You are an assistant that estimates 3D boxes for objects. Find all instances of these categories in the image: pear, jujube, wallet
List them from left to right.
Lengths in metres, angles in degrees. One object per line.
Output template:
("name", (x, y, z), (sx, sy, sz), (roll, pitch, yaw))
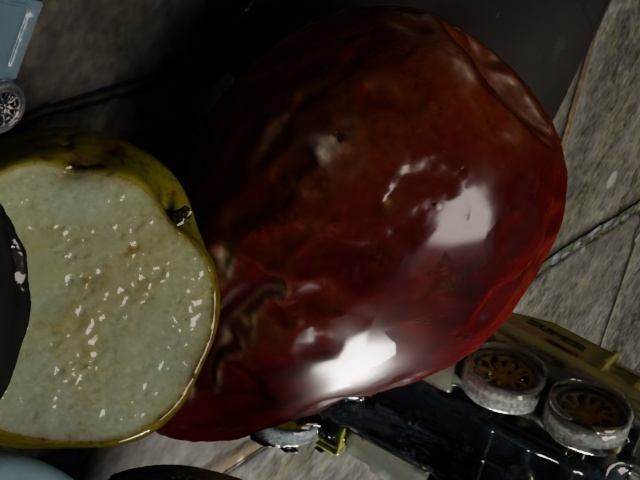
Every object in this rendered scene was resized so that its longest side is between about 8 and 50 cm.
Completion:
("pear", (-0.114, 0.019, 0.545), (0.141, 0.141, 0.104), (-62, -167, 4))
("jujube", (0.000, 0.000, 0.630), (0.255, 0.190, 0.190), (-34, 158, 22))
("wallet", (0.074, -0.150, 0.750), (0.377, 0.051, 0.197), (12, 108, -58))

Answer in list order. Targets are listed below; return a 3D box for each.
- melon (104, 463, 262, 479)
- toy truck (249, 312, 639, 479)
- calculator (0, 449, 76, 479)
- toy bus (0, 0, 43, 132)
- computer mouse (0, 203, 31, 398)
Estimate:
("melon", (-0.115, 0.257, 0.658), (0.317, 0.223, 0.223), (-40, 145, -29))
("toy truck", (0.091, 0.088, 0.772), (0.157, 0.272, 0.124), (-29, 137, -53))
("calculator", (-0.181, 0.208, 0.461), (0.303, 0.042, 0.188), (-47, 115, -40))
("toy bus", (-0.144, -0.095, 0.459), (0.075, 0.060, 0.123), (2, 117, -53))
("computer mouse", (-0.234, 0.044, 0.402), (0.269, 0.100, 0.170), (-36, 131, -23))
